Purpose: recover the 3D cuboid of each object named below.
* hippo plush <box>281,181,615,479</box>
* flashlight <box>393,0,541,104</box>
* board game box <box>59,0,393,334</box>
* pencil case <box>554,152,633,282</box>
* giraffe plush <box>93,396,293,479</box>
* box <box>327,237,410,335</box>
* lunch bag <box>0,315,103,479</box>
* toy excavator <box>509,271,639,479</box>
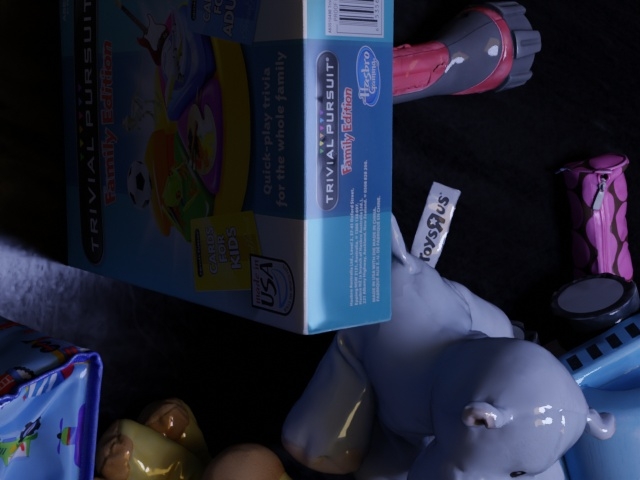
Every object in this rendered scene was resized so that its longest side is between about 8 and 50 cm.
[{"bbox_3d":[0.133,0.125,0.838,0.234,0.236,0.294,6,107,-39],"label":"hippo plush"},{"bbox_3d":[0.095,-0.185,1.043,0.304,0.103,0.103,-16,107,-38],"label":"flashlight"},{"bbox_3d":[-0.087,-0.086,0.754,0.079,0.336,0.253,-6,100,-39],"label":"board game box"},{"bbox_3d":[0.358,-0.003,1.289,0.095,0.098,0.209,-12,104,-2],"label":"pencil case"},{"bbox_3d":[-0.084,0.237,0.876,0.210,0.171,0.181,47,50,-28],"label":"giraffe plush"},{"bbox_3d":[0.000,0.000,0.961,0.077,0.147,0.180,-42,120,-27],"label":"box"},{"bbox_3d":[-0.253,0.214,0.733,0.138,0.221,0.293,-12,104,-38],"label":"lunch bag"},{"bbox_3d":[0.425,0.198,1.096,0.433,0.445,0.222,-24,113,-15],"label":"toy excavator"}]
